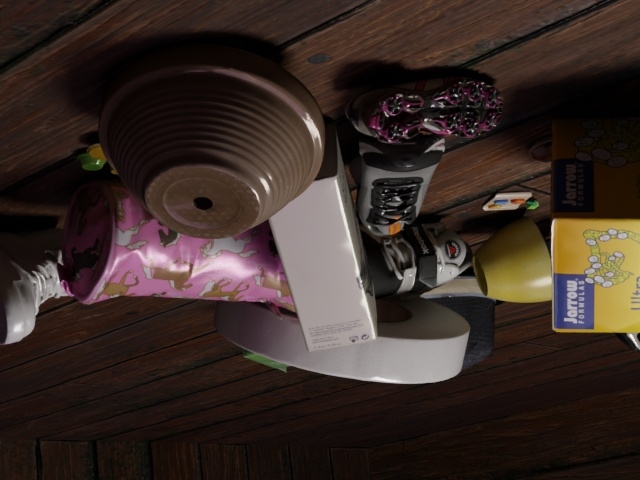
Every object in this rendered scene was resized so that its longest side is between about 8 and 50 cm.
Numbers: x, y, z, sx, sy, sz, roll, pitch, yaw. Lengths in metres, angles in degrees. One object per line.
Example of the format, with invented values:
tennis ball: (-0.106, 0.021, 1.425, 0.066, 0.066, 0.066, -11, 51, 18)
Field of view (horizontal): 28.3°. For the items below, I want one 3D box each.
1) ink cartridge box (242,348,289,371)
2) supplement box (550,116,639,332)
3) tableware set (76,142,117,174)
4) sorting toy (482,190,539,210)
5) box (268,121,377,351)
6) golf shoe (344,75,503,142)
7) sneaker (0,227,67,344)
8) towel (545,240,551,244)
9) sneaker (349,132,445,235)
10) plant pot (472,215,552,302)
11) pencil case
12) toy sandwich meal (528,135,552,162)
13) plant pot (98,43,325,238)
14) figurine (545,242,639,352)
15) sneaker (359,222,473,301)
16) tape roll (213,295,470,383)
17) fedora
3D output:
ink cartridge box: (-0.077, 0.169, 2.299, 0.062, 0.109, 0.209, -11, 163, 17)
supplement box: (0.456, -0.020, 1.520, 0.357, 0.194, 0.195, -1, 132, 11)
tableware set: (-0.214, -0.110, 1.459, 0.104, 0.024, 0.154, 7, 160, -31)
sorting toy: (0.285, -0.056, 1.853, 0.083, 0.012, 0.062, -3, 163, -13)
box: (0.000, 0.000, 1.535, 0.094, 0.113, 0.275, -9, 132, 6)
golf shoe: (0.115, -0.151, 1.402, 0.186, 0.067, 0.086, -5, -160, -29)
sneaker: (-0.364, 0.044, 1.630, 0.169, 0.108, 0.292, -3, -159, -25)
towel: (0.377, 0.027, 2.148, 0.148, 0.027, 0.110, -17, 160, 32)
sneaker: (0.092, -0.067, 1.506, 0.100, 0.108, 0.271, -2, 172, -3)
plant pot: (0.287, 0.040, 1.935, 0.095, 0.134, 0.134, -17, 165, -6)
pencil case: (-0.146, 0.012, 1.651, 0.386, 0.167, 0.160, 7, 175, -36)
toy sandwich meal: (0.310, -0.113, 1.639, 0.086, 0.029, 0.085, -6, 164, -2)
plant pot: (-0.116, -0.079, 1.300, 0.237, 0.109, 0.237, 3, 142, 3)
figurine: (0.425, 0.077, 2.030, 0.215, 0.092, 0.209, 28, -175, -27)
sneaker: (0.131, 0.018, 1.874, 0.146, 0.122, 0.330, -21, 172, 22)
tape roll: (0.030, 0.124, 1.929, 0.392, 0.072, 0.392, 10, -170, -2)
fedora: (0.197, 0.162, 2.308, 0.334, 0.152, 0.334, -7, 163, -2)
